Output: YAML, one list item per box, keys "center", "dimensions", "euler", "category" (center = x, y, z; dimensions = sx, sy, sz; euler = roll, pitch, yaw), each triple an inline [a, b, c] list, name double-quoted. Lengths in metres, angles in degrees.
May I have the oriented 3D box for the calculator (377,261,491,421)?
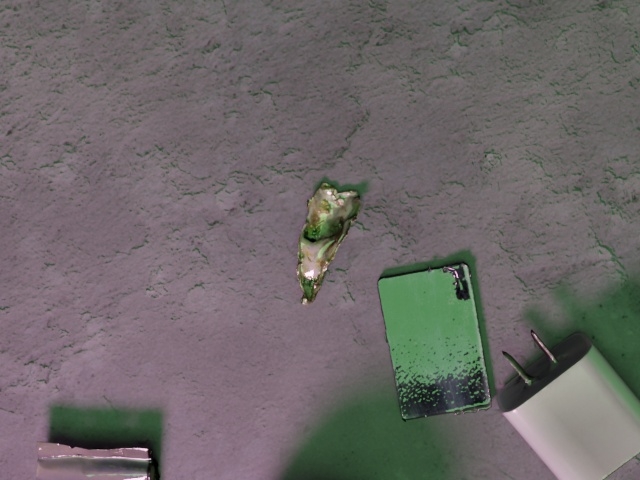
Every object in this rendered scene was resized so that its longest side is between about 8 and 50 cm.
- center: [0.190, 0.170, 1.682]
  dimensions: [0.161, 0.021, 0.261]
  euler: [-9, 100, 4]
  category: "calculator"

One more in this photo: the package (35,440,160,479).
- center: [-0.380, 0.453, 1.738]
  dimensions: [0.204, 0.062, 0.250]
  euler: [2, 114, 1]
  category: "package"

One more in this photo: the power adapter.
- center: [0.400, 0.259, 1.640]
  dimensions: [0.187, 0.124, 0.255]
  euler: [-39, 98, 7]
  category: "power adapter"

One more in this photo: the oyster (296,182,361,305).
- center: [0.000, -0.001, 1.649]
  dimensions: [0.106, 0.061, 0.199]
  euler: [39, 97, 13]
  category: "oyster"
